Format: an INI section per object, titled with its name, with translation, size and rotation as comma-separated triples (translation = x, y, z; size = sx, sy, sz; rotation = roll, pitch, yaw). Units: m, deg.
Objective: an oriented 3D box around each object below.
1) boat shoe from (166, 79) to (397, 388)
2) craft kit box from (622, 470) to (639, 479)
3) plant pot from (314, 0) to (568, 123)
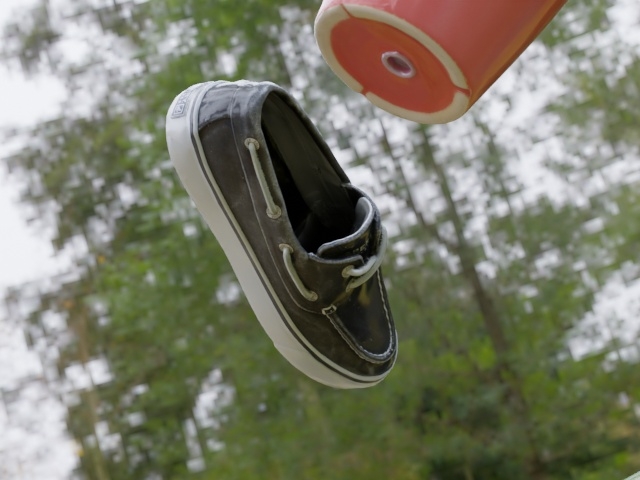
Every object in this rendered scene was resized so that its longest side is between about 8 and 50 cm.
[boat shoe]
translation = 0.000, 0.000, 1.227
size = 0.102, 0.301, 0.108
rotation = -4, 39, 38
[craft kit box]
translation = 0.334, 0.218, 1.467
size = 0.247, 0.061, 0.250
rotation = -27, -10, 10
[plant pot]
translation = 0.135, -0.281, 1.806
size = 0.243, 0.275, 0.275
rotation = -59, -1, -24
